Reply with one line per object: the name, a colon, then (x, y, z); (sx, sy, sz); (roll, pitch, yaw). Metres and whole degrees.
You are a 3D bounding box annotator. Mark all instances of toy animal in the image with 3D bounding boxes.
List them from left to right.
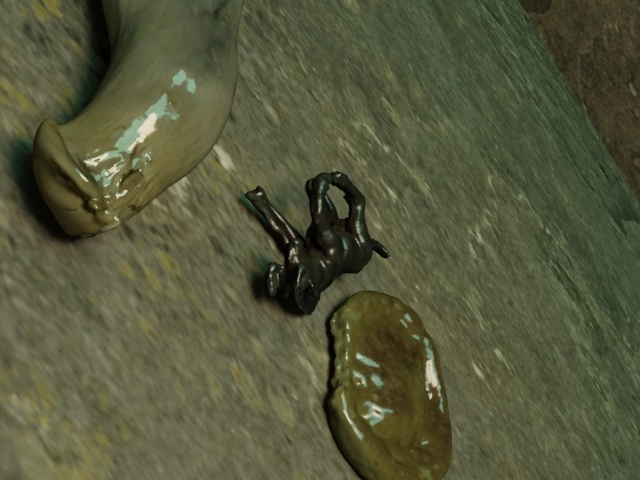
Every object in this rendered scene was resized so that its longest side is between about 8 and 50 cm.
toy animal: (0.000, 0.000, 0.822); (0.232, 0.084, 0.148); (-18, 98, -61)

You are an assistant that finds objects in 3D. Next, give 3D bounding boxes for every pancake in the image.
pancake: (0.086, 0.167, 0.828); (0.222, 0.042, 0.236); (45, 37, -18)

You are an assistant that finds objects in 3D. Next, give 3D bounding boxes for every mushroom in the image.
mushroom: (-0.159, -0.170, 0.688); (0.177, 0.126, 0.397); (19, 52, -31)
